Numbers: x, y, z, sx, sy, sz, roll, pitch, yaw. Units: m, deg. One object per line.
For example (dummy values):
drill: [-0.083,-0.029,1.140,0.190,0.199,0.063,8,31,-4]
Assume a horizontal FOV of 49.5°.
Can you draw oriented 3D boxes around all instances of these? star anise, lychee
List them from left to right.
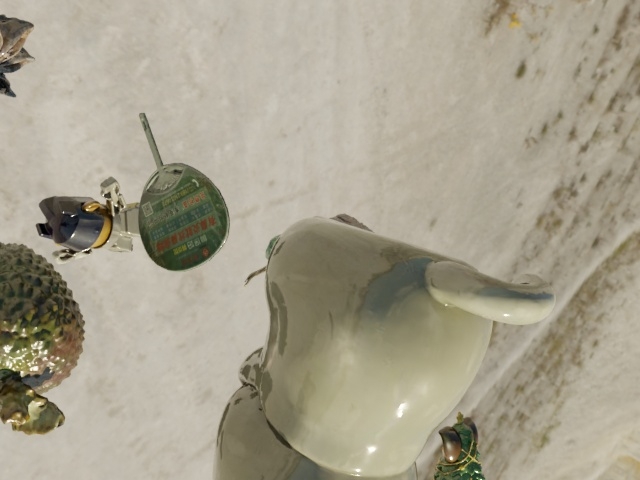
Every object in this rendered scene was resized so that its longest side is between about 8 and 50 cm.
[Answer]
star anise: [-0.620,-0.321,1.230,0.223,0.109,0.236,-48,175,-32]
lychee: [-0.538,0.160,1.200,0.270,0.270,0.320,57,39,-65]

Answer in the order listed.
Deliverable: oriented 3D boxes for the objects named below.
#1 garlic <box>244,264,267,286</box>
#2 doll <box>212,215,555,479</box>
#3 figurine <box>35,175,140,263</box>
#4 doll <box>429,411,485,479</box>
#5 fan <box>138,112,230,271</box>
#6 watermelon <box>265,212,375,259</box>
garlic: [0.019,0.062,1.166,0.257,0.207,0.207,13,106,-43]
doll: [0.024,0.140,0.653,0.215,0.226,0.370,15,111,-35]
figurine: [-0.624,-0.046,1.894,0.308,0.143,0.308,-37,144,-33]
doll: [0.196,0.295,0.937,0.078,0.077,0.113,-5,115,-45]
fan: [-0.291,-0.065,1.307,0.012,0.294,0.223,-17,146,-56]
watermelon: [-0.006,0.003,1.040,0.094,0.180,0.081,-59,143,-65]
